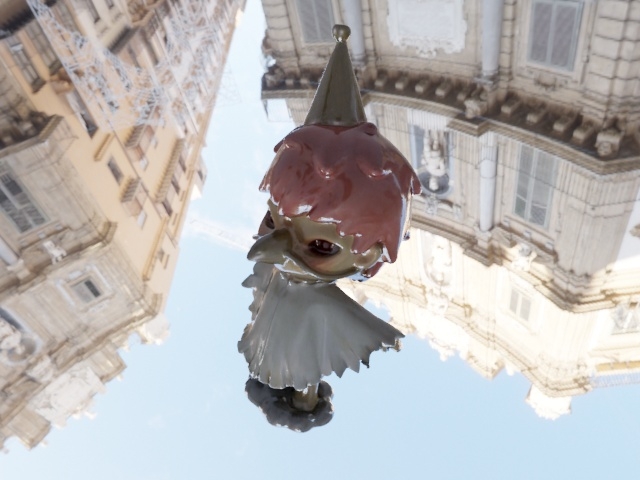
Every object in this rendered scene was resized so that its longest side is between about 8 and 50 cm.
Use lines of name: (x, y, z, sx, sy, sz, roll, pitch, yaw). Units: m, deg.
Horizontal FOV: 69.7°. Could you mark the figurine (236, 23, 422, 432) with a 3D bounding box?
figurine: (0.000, 0.000, 0.446, 0.166, 0.387, 0.207, -6, -154, -40)
